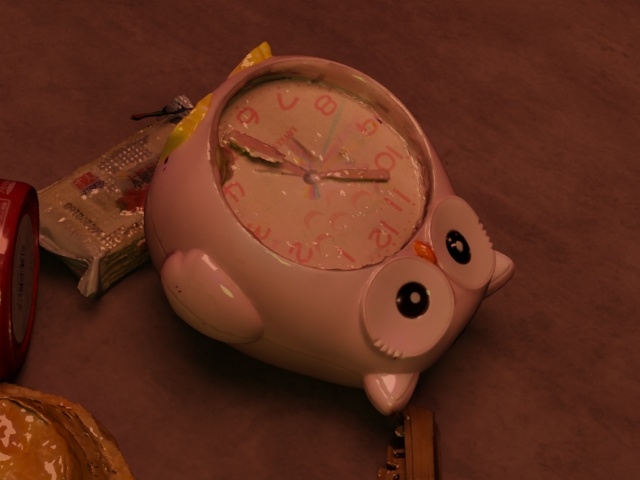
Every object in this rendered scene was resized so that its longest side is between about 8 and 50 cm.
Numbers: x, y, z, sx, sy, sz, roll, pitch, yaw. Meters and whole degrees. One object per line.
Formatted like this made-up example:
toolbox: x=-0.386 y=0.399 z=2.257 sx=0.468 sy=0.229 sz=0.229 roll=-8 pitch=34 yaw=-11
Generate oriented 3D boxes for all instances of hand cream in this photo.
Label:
hand cream: x=-0.388 y=0.037 z=1.960 sx=0.149 sy=0.230 sz=0.230 roll=5 pitch=48 yaw=2

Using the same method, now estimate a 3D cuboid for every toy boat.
toy boat: x=0.093 y=0.262 z=1.936 sx=0.072 sy=0.064 sz=0.206 roll=-8 pitch=46 yaw=9

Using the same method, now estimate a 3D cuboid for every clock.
clock: x=0.000 y=0.000 z=2.020 sx=0.377 sy=0.250 sz=0.368 roll=41 pitch=57 yaw=3

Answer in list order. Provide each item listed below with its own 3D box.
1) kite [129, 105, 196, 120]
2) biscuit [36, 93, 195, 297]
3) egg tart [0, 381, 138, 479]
kite: x=-0.110 y=-0.142 z=2.228 sx=0.152 sy=0.015 sz=0.285 roll=36 pitch=28 yaw=26
biscuit: x=-0.218 y=-0.054 z=2.161 sx=0.309 sy=0.079 sz=0.186 roll=-34 pitch=62 yaw=-29
egg tart: x=-0.341 y=0.262 z=1.833 sx=0.341 sy=0.129 sz=0.341 roll=5 pitch=49 yaw=-5
